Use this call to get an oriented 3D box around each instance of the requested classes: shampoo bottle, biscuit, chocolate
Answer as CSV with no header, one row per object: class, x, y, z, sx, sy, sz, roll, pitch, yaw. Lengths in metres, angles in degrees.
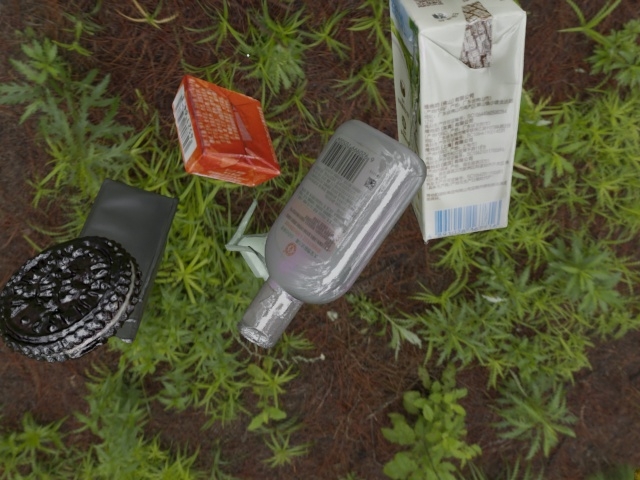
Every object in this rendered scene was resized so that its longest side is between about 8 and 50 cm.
shampoo bottle,0.000,0.000,0.373,0.040,0.080,0.165,24,102,-52
biscuit,-0.336,0.074,0.730,0.195,0.194,0.053,-18,140,-1
chocolate,-0.234,-0.255,1.327,0.235,0.237,0.108,6,147,-46

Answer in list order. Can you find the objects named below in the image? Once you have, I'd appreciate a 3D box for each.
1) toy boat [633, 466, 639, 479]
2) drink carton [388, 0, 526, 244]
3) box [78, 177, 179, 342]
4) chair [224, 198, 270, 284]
toy boat,0.271,0.196,0.346,0.099,0.141,0.318,20,101,-54
drink carton,0.180,-0.179,0.751,0.132,0.194,0.324,-11,133,2
box,-0.540,0.051,1.464,0.205,0.345,0.251,18,141,-14
chair,-0.124,0.036,1.414,0.191,0.274,0.203,-5,130,32
